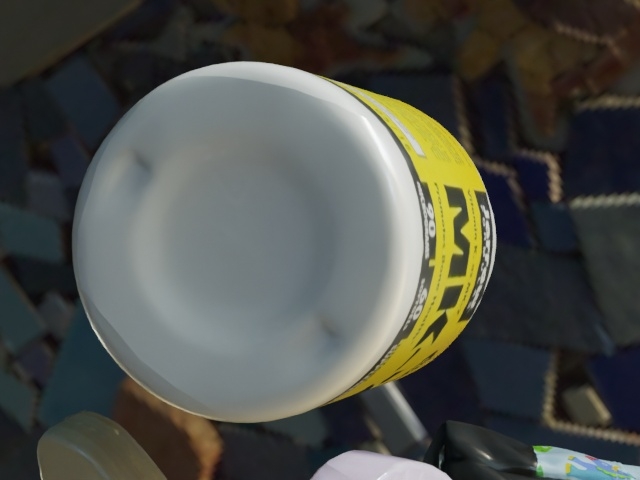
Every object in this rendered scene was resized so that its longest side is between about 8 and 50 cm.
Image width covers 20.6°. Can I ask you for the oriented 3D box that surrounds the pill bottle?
[{"bbox_3d":[0.000,0.000,0.661,0.119,0.119,0.208,-34,-8,14],"label":"pill bottle"}]

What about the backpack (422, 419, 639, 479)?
[{"bbox_3d":[0.223,0.258,0.905,0.355,0.290,0.273,2,-15,9],"label":"backpack"}]

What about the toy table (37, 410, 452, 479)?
[{"bbox_3d":[-0.034,0.205,0.708,0.161,0.274,0.252,8,11,32],"label":"toy table"}]
